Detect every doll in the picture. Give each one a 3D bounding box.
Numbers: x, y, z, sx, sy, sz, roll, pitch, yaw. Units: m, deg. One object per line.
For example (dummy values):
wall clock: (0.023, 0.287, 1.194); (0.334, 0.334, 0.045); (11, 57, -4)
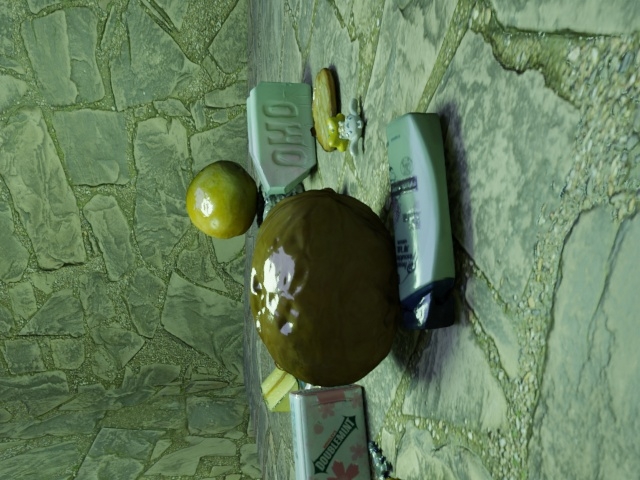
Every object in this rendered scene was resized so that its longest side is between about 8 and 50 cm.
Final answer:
doll: (0.072, -0.266, 1.221); (0.113, 0.071, 0.135); (-41, 57, 47)

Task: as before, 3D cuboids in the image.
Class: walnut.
walnut: (0.009, 0.097, 1.013); (0.354, 0.307, 0.399); (-68, -21, -73)

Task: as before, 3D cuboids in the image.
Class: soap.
soap: (-0.128, -0.331, 1.626); (0.115, 0.208, 0.348); (159, 109, -74)

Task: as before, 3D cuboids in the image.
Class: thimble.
thimble: (-0.152, -0.111, 1.843); (0.245, 0.157, 0.217); (134, 131, -68)

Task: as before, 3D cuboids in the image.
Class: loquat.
loquat: (-0.351, -0.147, 1.836); (0.284, 0.275, 0.276); (-57, 30, 20)

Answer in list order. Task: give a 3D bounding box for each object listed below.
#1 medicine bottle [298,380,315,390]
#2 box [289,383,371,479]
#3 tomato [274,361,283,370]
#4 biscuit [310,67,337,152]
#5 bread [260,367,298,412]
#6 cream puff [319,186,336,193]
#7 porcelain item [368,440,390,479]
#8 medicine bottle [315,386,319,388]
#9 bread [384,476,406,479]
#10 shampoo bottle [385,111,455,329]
medicine bottle: (-0.027, 0.473, 1.631); (0.219, 0.077, 0.115); (-115, 29, -53)
box: (0.028, 0.564, 1.256); (0.112, 0.190, 0.370); (146, 122, -72)
tomato: (-0.147, 0.500, 2.063); (0.075, 0.087, 0.087); (-21, 70, 44)
biscuit: (0.014, -0.372, 1.438); (0.203, 0.041, 0.260); (126, 138, -61)
bread: (-0.164, 0.639, 2.112); (0.142, 0.178, 0.266); (58, 172, -12)
cream puff: (0.000, 0.000, 1.350); (0.269, 0.154, 0.241); (-100, 21, -48)
porcelain item: (0.143, 0.526, 1.140); (0.075, 0.021, 0.136); (107, 155, -50)
medicine bottle: (0.016, 0.443, 1.497); (0.074, 0.073, 0.218); (114, 151, -58)
bread: (0.159, 0.541, 0.869); (0.240, 0.138, 0.240); (177, 90, -74)
shampoo bottle: (0.174, -0.032, 0.843); (0.134, 0.078, 0.360); (162, 105, -70)
